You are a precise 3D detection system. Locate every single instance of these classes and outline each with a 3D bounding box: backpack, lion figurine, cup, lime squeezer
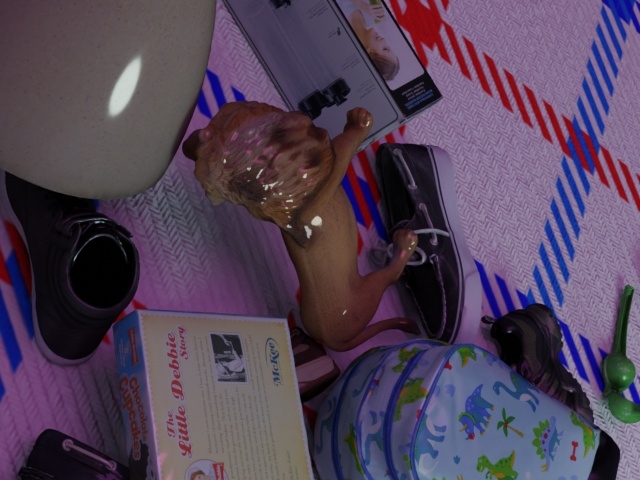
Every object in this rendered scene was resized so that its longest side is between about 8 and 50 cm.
[{"bbox_3d":[0.166,0.260,1.493,0.356,0.273,0.290,34,69,-5],"label":"backpack"},{"bbox_3d":[0.000,0.000,1.458,0.392,0.142,0.240,63,35,-17],"label":"lion figurine"},{"bbox_3d":[-0.238,-0.241,1.320,0.331,0.237,0.331,30,32,-21],"label":"cup"},{"bbox_3d":[0.440,0.188,1.802,0.059,0.110,0.310,14,31,-13],"label":"lime squeezer"}]

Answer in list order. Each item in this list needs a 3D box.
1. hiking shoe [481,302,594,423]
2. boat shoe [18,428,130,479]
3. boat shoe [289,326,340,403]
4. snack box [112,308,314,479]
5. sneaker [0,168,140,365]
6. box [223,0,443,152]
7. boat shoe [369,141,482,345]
[{"bbox_3d":[0.283,0.200,1.701,0.114,0.086,0.226,-9,70,-26],"label":"hiking shoe"},{"bbox_3d":[-0.165,0.285,1.309,0.303,0.114,0.091,29,63,-24],"label":"boat shoe"},{"bbox_3d":[-0.097,0.165,1.433,0.257,0.095,0.095,-19,69,-45],"label":"boat shoe"},{"bbox_3d":[-0.099,0.230,1.280,0.187,0.060,0.321,7,63,-37],"label":"snack box"},{"bbox_3d":[-0.260,-0.028,1.347,0.105,0.147,0.295,-3,72,-35],"label":"sneaker"},{"bbox_3d":[0.008,-0.255,1.623,0.087,0.169,0.290,-32,90,-42],"label":"box"},{"bbox_3d":[0.128,0.007,1.638,0.105,0.113,0.306,7,65,-27],"label":"boat shoe"}]
